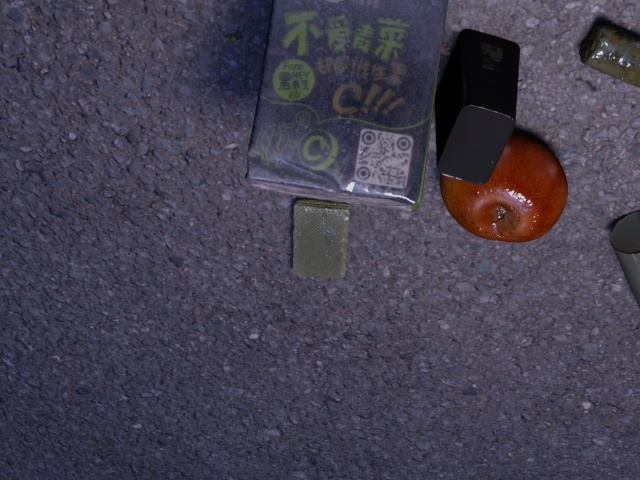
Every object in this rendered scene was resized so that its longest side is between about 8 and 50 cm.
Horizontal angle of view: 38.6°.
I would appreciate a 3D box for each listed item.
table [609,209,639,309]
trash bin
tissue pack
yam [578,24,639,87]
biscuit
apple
[{"bbox_3d":[0.669,0.057,1.816,0.126,0.126,0.220,-19,125,25],"label":"table"},{"bbox_3d":[0.265,-0.227,1.569,0.115,0.225,0.165,17,132,-3],"label":"trash bin"},{"bbox_3d":[0.048,-0.261,1.489,0.288,0.394,0.124,8,175,1],"label":"tissue pack"},{"bbox_3d":[0.532,-0.305,1.553,0.179,0.078,0.078,19,132,-7],"label":"yam"},{"bbox_3d":[0.000,0.000,1.943,0.121,0.040,0.199,5,131,3],"label":"biscuit"},{"bbox_3d":[0.342,-0.092,1.710,0.235,0.173,0.210,-4,130,15],"label":"apple"}]
